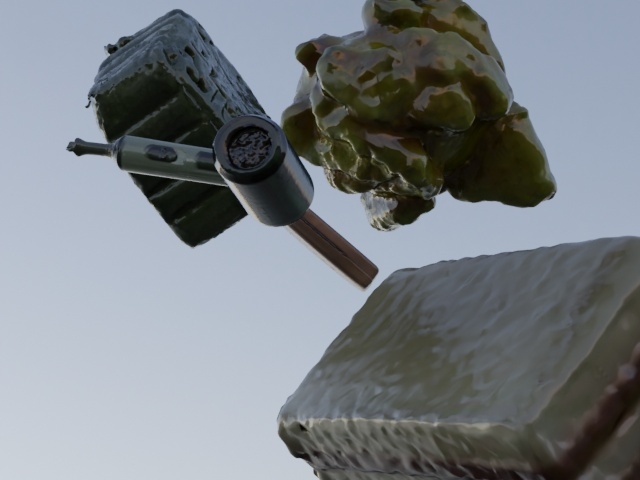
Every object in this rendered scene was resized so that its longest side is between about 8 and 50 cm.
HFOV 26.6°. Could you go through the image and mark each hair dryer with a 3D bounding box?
[{"bbox_3d":[-0.108,-0.061,1.025,0.197,0.057,0.100,7,-19,18],"label":"hair dryer"}]

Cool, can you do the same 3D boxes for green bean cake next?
[{"bbox_3d":[-0.138,-0.127,1.432,0.125,0.227,0.222,-34,-73,14],"label":"green bean cake"}]

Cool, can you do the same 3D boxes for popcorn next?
[{"bbox_3d":[0.107,-0.139,1.706,0.290,0.321,0.326,-13,-35,-39],"label":"popcorn"}]

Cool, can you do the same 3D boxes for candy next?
[{"bbox_3d":[0.116,0.104,0.902,0.135,0.179,0.320,49,-25,-14],"label":"candy"}]

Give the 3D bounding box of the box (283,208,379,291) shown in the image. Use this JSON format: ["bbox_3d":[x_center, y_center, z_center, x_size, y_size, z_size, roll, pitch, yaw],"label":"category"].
[{"bbox_3d":[0.000,0.000,1.152,0.025,0.115,0.048,-48,-4,-11],"label":"box"}]
